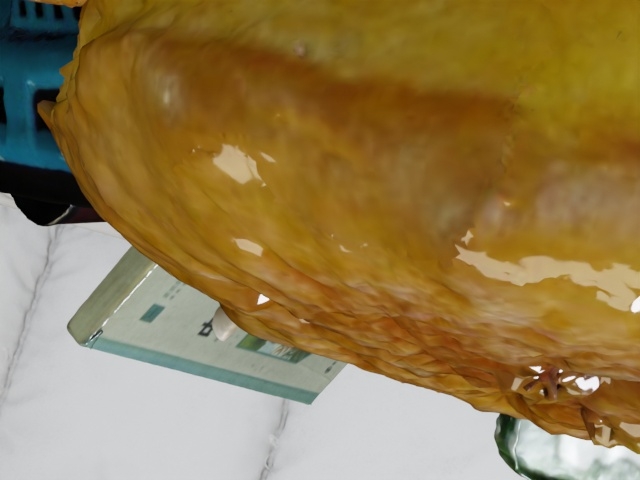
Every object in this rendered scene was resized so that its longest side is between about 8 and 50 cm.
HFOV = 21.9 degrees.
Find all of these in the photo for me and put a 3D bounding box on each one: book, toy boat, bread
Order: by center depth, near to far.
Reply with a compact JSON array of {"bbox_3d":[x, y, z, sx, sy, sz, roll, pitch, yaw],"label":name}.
[{"bbox_3d":[0.079,-0.029,0.495,0.312,0.172,0.312,18,173,2],"label":"bread"},{"bbox_3d":[-0.135,-0.101,0.769,0.299,0.134,0.092,9,144,43],"label":"toy boat"},{"bbox_3d":[0.000,0.000,0.933,0.025,0.215,0.282,46,-170,25],"label":"book"}]

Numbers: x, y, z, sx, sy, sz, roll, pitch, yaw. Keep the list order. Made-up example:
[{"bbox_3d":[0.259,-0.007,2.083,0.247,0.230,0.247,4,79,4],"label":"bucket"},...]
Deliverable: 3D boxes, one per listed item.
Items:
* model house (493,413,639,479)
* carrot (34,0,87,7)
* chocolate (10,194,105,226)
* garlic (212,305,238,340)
[{"bbox_3d":[0.239,0.075,1.255,0.271,0.190,0.301,14,-169,-16],"label":"model house"},{"bbox_3d":[-0.020,-0.106,0.670,0.224,0.057,0.057,11,174,0],"label":"carrot"},{"bbox_3d":[-0.143,-0.086,1.035,0.080,0.125,0.149,10,-143,-46],"label":"chocolate"},{"bbox_3d":[0.043,-0.034,0.740,0.217,0.110,0.228,-14,-176,40],"label":"garlic"}]
